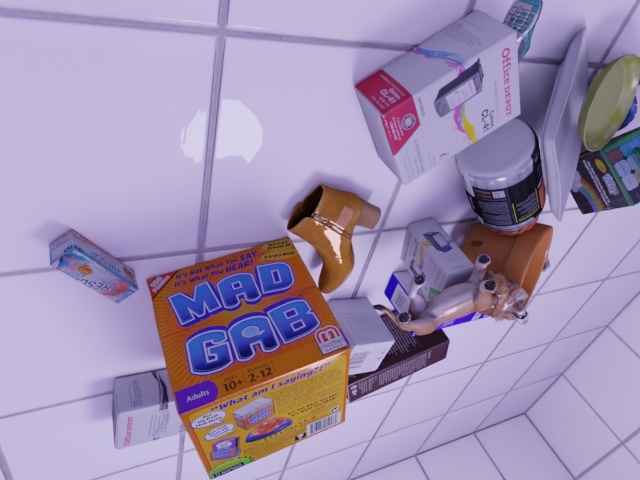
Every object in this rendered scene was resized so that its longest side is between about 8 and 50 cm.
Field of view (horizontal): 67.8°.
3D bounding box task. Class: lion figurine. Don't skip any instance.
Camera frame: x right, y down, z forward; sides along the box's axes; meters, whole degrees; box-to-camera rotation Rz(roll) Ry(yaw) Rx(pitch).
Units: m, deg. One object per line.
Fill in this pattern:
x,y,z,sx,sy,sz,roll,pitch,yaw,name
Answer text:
0.340,0.166,1.230,0.393,0.142,0.240,-13,147,7,lion figurine

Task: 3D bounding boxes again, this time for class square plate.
0.610,-0.276,1.190,0.347,0.049,0.343,49,59,-50,square plate

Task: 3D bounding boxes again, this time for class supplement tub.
0.478,-0.151,1.246,0.194,0.193,0.316,-36,140,5,supplement tub

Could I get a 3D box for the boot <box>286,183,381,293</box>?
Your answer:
0.001,0.000,1.188,0.211,0.104,0.295,14,118,-34,boot

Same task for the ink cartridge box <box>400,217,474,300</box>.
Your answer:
0.325,0.063,1.356,0.093,0.212,0.154,-13,138,-16,ink cartridge box

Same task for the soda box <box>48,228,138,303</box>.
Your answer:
-0.458,0.057,0.973,0.058,0.063,0.183,-34,140,3,soda box

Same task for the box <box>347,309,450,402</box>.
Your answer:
0.223,0.371,1.628,0.382,0.191,0.143,-21,139,-11,box

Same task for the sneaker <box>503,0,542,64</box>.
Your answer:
0.431,-0.443,1.033,0.076,0.065,0.166,-22,145,-37,sneaker

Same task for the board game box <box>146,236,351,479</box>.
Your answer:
-0.168,0.275,1.150,0.357,0.356,0.356,-17,138,-16,board game box

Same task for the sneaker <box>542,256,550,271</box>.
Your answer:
0.711,0.012,1.611,0.111,0.129,0.297,-44,138,17,sneaker

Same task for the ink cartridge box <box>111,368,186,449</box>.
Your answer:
-0.447,0.469,1.363,0.273,0.114,0.197,-4,134,-30,ink cartridge box

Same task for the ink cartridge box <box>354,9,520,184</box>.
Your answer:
0.253,-0.295,1.008,0.306,0.131,0.226,-31,140,2,ink cartridge box

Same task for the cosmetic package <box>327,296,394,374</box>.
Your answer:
0.100,0.293,1.471,0.152,0.183,0.151,1,130,-32,cosmetic package

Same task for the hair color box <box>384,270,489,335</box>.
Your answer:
0.401,0.177,1.541,0.339,0.185,0.110,-8,135,-25,hair color box

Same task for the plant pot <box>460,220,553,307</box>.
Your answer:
0.548,0.062,1.448,0.291,0.204,0.290,-34,136,-41,plant pot

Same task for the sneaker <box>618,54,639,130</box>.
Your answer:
0.809,-0.394,1.306,0.087,0.083,0.221,-20,132,0,sneaker

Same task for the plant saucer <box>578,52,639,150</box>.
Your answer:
0.717,-0.346,1.198,0.241,0.037,0.240,-23,130,-31,plant saucer

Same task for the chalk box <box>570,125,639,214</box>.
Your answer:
0.854,-0.201,1.339,0.179,0.180,0.289,-28,179,-5,chalk box
